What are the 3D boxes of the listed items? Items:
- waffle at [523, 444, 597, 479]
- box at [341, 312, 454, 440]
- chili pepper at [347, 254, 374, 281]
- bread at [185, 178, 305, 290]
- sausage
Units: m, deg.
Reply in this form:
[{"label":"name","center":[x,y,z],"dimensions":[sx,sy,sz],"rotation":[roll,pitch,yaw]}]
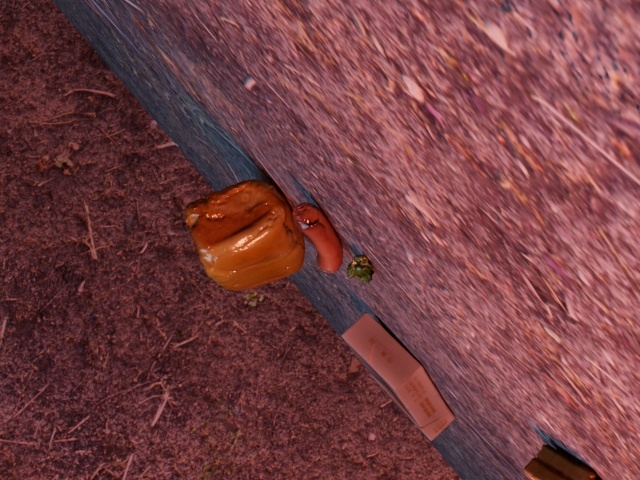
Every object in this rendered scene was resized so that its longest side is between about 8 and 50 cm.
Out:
[{"label":"waffle","center":[0.276,0.274,1.346],"dimensions":[0.102,0.042,0.148],"rotation":[51,175,-10]},{"label":"box","center":[0.135,0.234,2.193],"dimensions":[0.149,0.067,0.233],"rotation":[47,175,35]},{"label":"chili pepper","center":[0.052,0.039,1.679],"dimensions":[0.091,0.030,0.034],"rotation":[115,140,-82]},{"label":"bread","center":[-0.114,-0.006,2.086],"dimensions":[0.294,0.167,0.132],"rotation":[68,-175,-80]},{"label":"sausage","center":[-0.001,-0.001,1.736],"dimensions":[0.177,0.047,0.040],"rotation":[60,-175,-62]}]
